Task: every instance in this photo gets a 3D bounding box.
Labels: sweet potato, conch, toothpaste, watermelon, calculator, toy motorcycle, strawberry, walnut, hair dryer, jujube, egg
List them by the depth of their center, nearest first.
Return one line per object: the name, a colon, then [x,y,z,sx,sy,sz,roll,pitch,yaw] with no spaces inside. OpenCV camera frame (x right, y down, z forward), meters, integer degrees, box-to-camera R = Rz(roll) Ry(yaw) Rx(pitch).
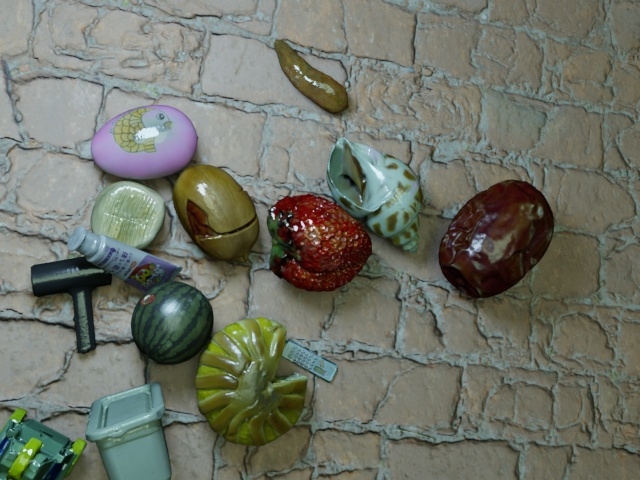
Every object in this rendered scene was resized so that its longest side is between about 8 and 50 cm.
toy motorcycle: [-0.672,0.516,1.427,0.191,0.326,0.200,31,77,-8]
toothpaste: [-0.490,0.056,1.601,0.114,0.073,0.299,-51,134,4]
watermelon: [-0.377,0.211,1.613,0.212,0.212,0.212,2,81,-15]
hair dryer: [-0.621,0.167,1.623,0.197,0.089,0.251,-9,90,-16]
egg: [-0.460,-0.251,1.669,0.271,0.196,0.196,-26,89,-6]
walnut: [-0.270,-0.068,1.693,0.203,0.203,0.298,-38,109,-17]
strawberry: [0.000,0.000,1.731,0.288,0.250,0.238,0,47,-13]
calculator: [-0.032,0.337,1.784,0.172,0.018,0.057,31,77,-10]
conch: [0.163,-0.124,1.801,0.249,0.197,0.368,-34,76,-29]
jujube: [0.518,-0.012,1.858,0.276,0.276,0.377,40,76,-6]
sweet potato: [-0.035,-0.478,1.865,0.292,0.097,0.097,40,74,-5]

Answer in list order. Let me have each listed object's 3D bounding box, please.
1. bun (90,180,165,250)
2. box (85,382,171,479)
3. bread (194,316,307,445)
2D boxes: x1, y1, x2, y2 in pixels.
bun: [-0.504,-0.057,1.663,0.178,0.128,0.193,19,89,-13]
box: [-0.442,0.474,1.511,0.175,0.312,0.182,-16,94,-16]
bread: [-0.173,0.372,1.646,0.333,0.160,0.333,1,87,-25]
